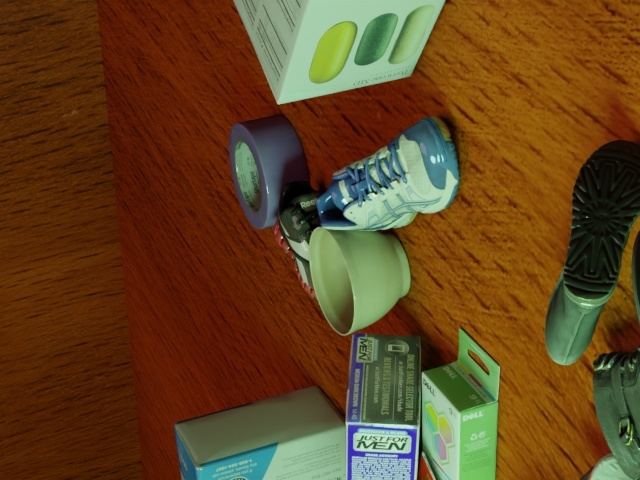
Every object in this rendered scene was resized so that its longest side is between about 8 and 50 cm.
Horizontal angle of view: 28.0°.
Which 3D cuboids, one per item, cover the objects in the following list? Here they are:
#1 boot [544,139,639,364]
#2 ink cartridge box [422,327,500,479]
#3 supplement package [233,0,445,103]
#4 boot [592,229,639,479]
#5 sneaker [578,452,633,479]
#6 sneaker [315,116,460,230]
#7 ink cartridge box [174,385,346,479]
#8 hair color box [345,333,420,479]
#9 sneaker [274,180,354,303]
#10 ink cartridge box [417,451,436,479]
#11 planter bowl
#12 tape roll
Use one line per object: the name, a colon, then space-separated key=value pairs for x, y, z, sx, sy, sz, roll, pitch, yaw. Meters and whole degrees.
boot: x=0.280 y=0.018 z=1.312 sx=0.189 sy=0.076 sz=0.208 roll=-66 pitch=-18 yaw=-15
ink cartridge box: x=0.187 y=0.237 z=1.733 sx=0.109 sy=0.062 sz=0.209 roll=-132 pitch=34 yaw=-55
supplement package: x=0.025 y=-0.336 z=1.584 sx=0.262 sy=0.199 sz=0.198 roll=114 pitch=137 yaw=-60
boot: x=0.320 y=0.120 z=1.267 sx=0.229 sy=0.091 sz=0.263 roll=139 pitch=123 yaw=-77
sneaker: x=0.286 y=0.300 z=1.408 sx=0.061 sy=0.158 sz=0.065 roll=47 pitch=171 yaw=7
sneaker: x=0.084 y=-0.070 z=1.710 sx=0.296 sy=0.131 sz=0.112 roll=130 pitch=125 yaw=-65
ink cartridge box: x=-0.094 y=0.499 z=2.343 sx=0.166 sy=0.285 sz=0.395 roll=-135 pitch=37 yaw=-58
hair color box: x=0.089 y=0.320 z=1.877 sx=0.185 sy=0.110 sz=0.339 roll=-83 pitch=-4 yaw=-52
sneaker: x=-0.001 y=0.000 z=2.031 sx=0.276 sy=0.098 sz=0.135 roll=-124 pitch=26 yaw=-47
ink cartridge box: x=0.168 y=0.450 z=1.830 sx=0.275 sy=0.060 sz=0.239 roll=86 pitch=159 yaw=-66
planter bowl: x=0.063 y=0.046 z=1.873 sx=0.162 sy=0.109 sz=0.162 roll=165 pitch=90 yaw=-70
tape roll: x=-0.090 y=-0.119 z=2.226 sx=0.189 sy=0.080 sz=0.189 roll=167 pitch=90 yaw=-70
